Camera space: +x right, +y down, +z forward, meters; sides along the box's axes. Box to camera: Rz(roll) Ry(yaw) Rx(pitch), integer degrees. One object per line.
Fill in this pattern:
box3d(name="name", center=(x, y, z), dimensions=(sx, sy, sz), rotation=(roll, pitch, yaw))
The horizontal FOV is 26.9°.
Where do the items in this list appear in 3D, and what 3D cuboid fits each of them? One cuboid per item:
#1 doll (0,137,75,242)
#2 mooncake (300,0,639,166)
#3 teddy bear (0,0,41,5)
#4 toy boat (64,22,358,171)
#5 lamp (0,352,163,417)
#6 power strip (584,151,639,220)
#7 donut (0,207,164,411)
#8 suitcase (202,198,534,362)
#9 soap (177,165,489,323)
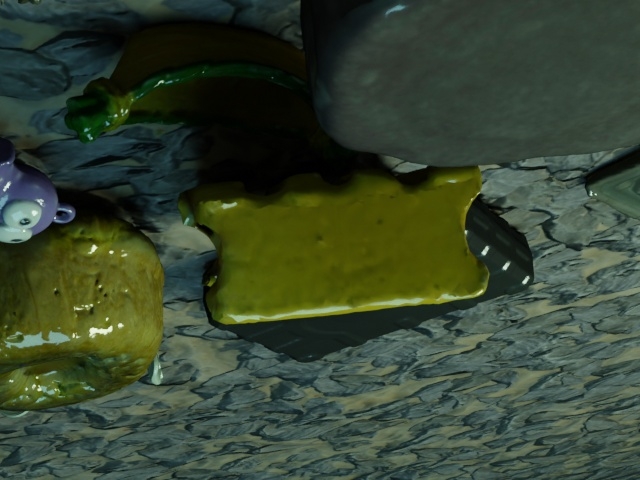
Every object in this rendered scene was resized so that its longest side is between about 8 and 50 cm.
box3d(name="doll", center=(-0.285, -0.041, 1.015), dimensions=(0.206, 0.067, 0.110), rotation=(14, 140, -23))
box3d(name="mooncake", center=(0.130, -0.158, 0.795), dimensions=(0.306, 0.154, 0.306), rotation=(-7, 156, -3))
box3d(name="teddy bear", center=(-0.179, -0.174, 0.663), dimensions=(0.182, 0.129, 0.251), rotation=(-27, -164, -27))
box3d(name="toy boat", center=(-0.074, -0.096, 0.937), dimensions=(0.229, 0.088, 0.089), rotation=(5, 153, -32))
box3d(name="lamp", center=(-0.270, 0.151, 1.475), dimensions=(0.198, 0.050, 0.056), rotation=(-13, 160, 2))
box3d(name="power strip", center=(0.420, -0.040, 1.257), dimensions=(0.257, 0.092, 0.251), rotation=(-24, 156, 39))
box3d(name="donut", center=(-0.238, 0.065, 1.183), dimensions=(0.208, 0.128, 0.261), rotation=(-9, 162, -5))
box3d(name="suitcase", center=(0.049, 0.038, 1.320), dimensions=(0.285, 0.066, 0.206), rotation=(-20, 154, 22))
box3d(name="soap", center=(0.000, 0.000, 1.032), dimensions=(0.204, 0.096, 0.324), rotation=(-5, -179, -4))
